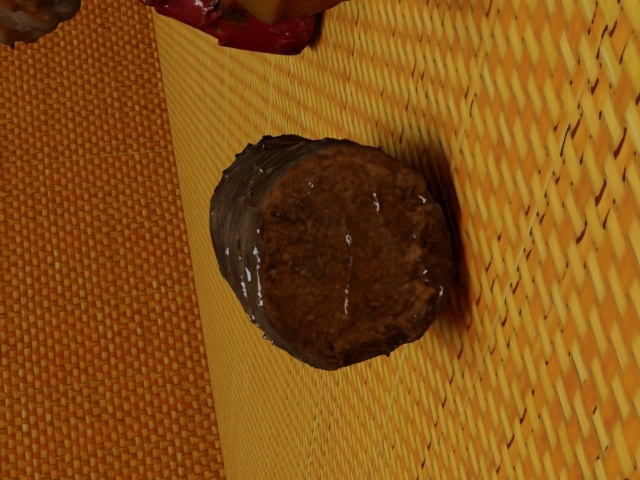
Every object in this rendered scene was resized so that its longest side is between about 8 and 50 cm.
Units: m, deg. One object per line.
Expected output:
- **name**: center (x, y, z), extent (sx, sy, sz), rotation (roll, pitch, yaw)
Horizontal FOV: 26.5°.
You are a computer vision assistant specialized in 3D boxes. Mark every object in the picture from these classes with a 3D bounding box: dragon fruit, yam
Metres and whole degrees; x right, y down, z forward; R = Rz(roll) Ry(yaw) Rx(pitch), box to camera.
- **dragon fruit**: center (-0.073, -0.228, 1.115), extent (0.189, 0.163, 0.262), rotation (57, 178, -18)
- **yam**: center (-0.001, 0.001, 0.826), extent (0.128, 0.129, 0.238), rotation (-65, 9, 0)

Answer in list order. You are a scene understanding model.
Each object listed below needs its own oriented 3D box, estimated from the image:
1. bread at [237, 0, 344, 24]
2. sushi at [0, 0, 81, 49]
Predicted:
- **bread**: center (-0.010, -0.226, 0.682), extent (0.270, 0.142, 0.195), rotation (-103, 11, -46)
- **sushi**: center (-0.176, -0.337, 0.991), extent (0.417, 0.176, 0.417), rotation (-35, 36, 31)
